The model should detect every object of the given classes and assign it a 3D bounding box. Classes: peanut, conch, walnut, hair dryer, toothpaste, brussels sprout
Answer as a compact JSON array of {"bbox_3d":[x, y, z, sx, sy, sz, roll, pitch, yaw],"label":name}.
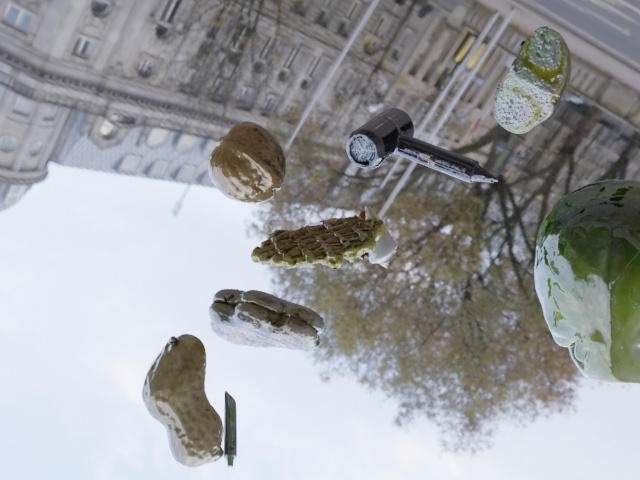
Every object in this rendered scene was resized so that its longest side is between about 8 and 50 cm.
[{"bbox_3d":[-0.309,0.358,1.617,0.143,0.159,0.291,64,-168,-85],"label":"peanut"},{"bbox_3d":[0.146,-0.005,2.025,0.094,0.104,0.176,-38,-78,-35],"label":"conch"},{"bbox_3d":[-0.142,-0.149,1.444,0.149,0.166,0.167,26,-170,41],"label":"walnut"},{"bbox_3d":[0.248,-0.199,1.723,0.352,0.107,0.189,24,-143,22],"label":"hair dryer"},{"bbox_3d":[-0.207,0.433,1.673,0.048,0.029,0.197,56,-163,-38],"label":"toothpaste"},{"bbox_3d":[0.498,0.066,1.190,0.289,0.354,0.281,-6,157,36],"label":"brussels sprout"}]

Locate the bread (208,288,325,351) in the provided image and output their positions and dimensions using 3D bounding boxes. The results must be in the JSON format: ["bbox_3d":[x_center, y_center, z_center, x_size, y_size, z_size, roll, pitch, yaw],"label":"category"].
[{"bbox_3d":[-0.156,0.185,1.729,0.337,0.101,0.183,-2,152,42],"label":"bread"}]

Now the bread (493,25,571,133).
[{"bbox_3d":[0.559,-0.405,1.849,0.158,0.260,0.156,37,-129,20],"label":"bread"}]

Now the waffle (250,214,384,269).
[{"bbox_3d":[0.001,0.002,1.524,0.291,0.051,0.291,-11,-165,3],"label":"waffle"}]
